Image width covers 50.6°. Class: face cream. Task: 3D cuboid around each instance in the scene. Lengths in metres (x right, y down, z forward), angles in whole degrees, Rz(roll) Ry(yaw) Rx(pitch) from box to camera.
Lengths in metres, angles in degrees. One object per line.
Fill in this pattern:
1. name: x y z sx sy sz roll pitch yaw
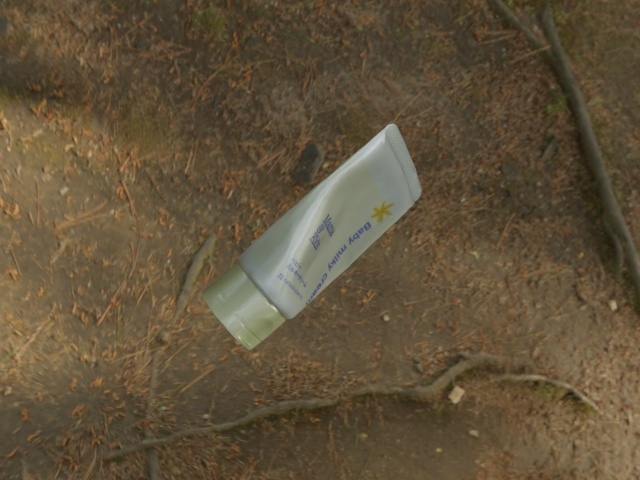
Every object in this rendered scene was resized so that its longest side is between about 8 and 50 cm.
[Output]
1. face cream: 0.000 0.000 0.611 0.224 0.114 0.070 -39 54 -4
